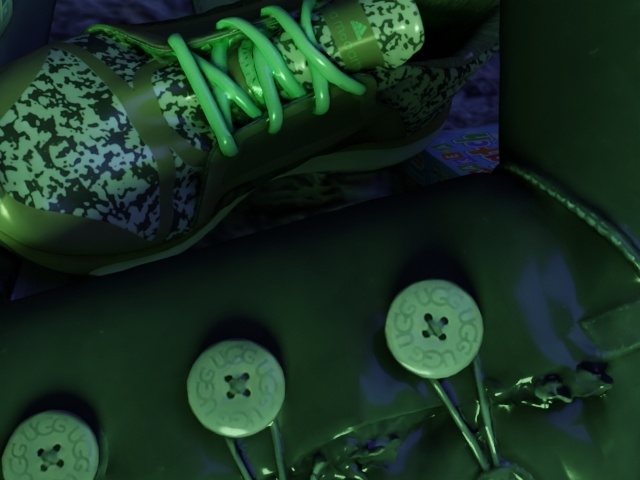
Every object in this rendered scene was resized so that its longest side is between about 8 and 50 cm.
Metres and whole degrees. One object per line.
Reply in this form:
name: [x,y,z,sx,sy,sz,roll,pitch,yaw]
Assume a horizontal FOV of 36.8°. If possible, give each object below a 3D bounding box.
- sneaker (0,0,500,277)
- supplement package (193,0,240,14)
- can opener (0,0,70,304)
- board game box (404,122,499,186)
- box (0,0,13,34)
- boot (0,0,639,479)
sneaker: [-0.026,-0.109,0.595,0.410,0.182,0.158,-26,86,-41]
supplement package: [-0.019,-0.231,0.752,0.105,0.179,0.105,2,57,-31]
can opener: [-0.198,-0.052,0.599,0.095,0.076,0.283,44,34,-45]
board game box: [0.193,-0.059,0.755,0.212,0.039,0.160,-10,24,-14]
box: [-0.322,-0.063,0.474,0.232,0.058,0.322,15,50,-2]
boot: [0.001,0.002,0.461,0.445,0.146,0.367,-22,67,3]
